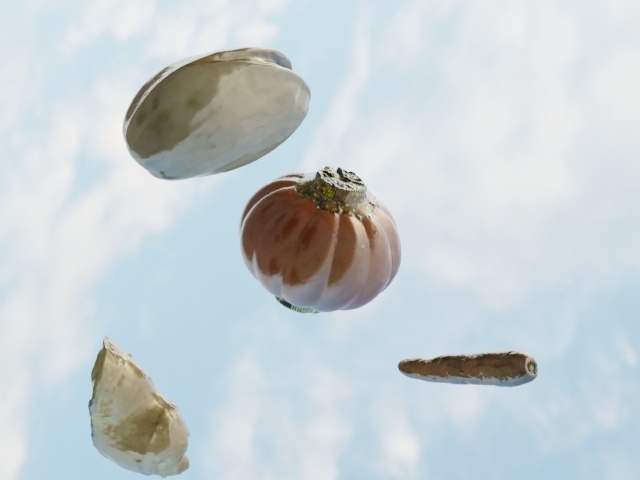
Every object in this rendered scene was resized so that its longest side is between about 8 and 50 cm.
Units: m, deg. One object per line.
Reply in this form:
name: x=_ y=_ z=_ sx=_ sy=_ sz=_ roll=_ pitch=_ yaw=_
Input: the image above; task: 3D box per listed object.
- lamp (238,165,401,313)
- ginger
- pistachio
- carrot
lamp: x=0.000 y=0.000 z=1.869 sx=0.223 sy=0.223 sz=0.196 roll=59 pitch=-45 yaw=52
ginger: x=-0.216 y=0.204 z=1.683 sx=0.123 sy=0.193 sz=0.115 roll=16 pitch=-128 yaw=25
pistachio: x=-0.120 y=-0.149 z=1.597 sx=0.137 sy=0.238 sz=0.153 roll=54 pitch=-37 yaw=21
carrot: x=0.138 y=0.124 z=1.355 sx=0.165 sy=0.035 sz=0.035 roll=-5 pitch=-125 yaw=40
